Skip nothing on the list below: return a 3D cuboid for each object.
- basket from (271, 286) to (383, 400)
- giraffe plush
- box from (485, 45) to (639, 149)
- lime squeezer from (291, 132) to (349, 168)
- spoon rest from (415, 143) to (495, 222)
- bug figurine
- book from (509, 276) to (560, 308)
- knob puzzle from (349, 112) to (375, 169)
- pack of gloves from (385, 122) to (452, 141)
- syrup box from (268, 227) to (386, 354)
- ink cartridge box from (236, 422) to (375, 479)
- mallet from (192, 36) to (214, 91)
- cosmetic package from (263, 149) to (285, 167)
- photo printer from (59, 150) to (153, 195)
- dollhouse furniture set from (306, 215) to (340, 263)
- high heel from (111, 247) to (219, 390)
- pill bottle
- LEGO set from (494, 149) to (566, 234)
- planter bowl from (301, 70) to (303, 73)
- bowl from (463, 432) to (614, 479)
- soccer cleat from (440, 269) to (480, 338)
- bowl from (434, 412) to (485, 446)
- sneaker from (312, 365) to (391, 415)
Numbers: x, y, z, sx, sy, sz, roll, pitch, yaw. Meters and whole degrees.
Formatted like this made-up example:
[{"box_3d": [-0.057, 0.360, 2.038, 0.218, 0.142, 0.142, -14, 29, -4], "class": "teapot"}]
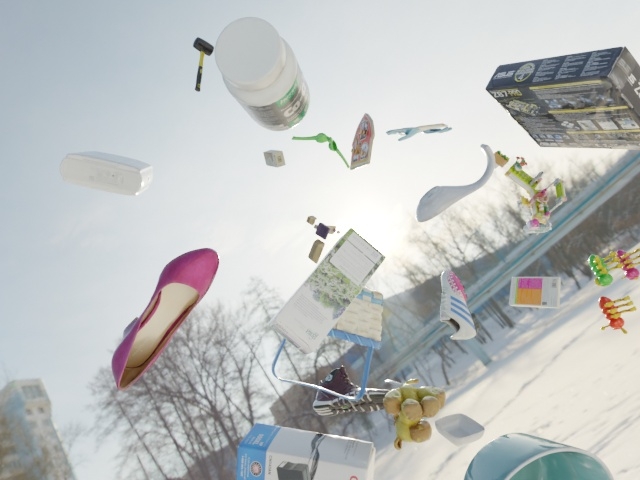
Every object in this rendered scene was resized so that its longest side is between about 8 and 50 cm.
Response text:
[{"box_3d": [0.033, 0.247, 1.266, 0.201, 0.255, 0.288, -19, 51, 67], "class": "basket"}, {"box_3d": [0.265, 0.521, 1.440, 0.182, 0.170, 0.210, -6, 5, -23], "class": "giraffe plush"}, {"box_3d": [0.700, -0.370, 1.347, 0.318, 0.395, 0.097, 30, -93, -27], "class": "box"}, {"box_3d": [0.025, -0.439, 2.300, 0.110, 0.311, 0.058, -56, 17, 33], "class": "lime squeezer"}, {"box_3d": [0.377, -0.144, 1.367, 0.276, 0.084, 0.137, -44, 11, 13], "class": "spoon rest"}, {"box_3d": [0.815, 0.126, 1.305, 0.279, 0.216, 0.072, -9, -19, -25], "class": "bug figurine"}, {"box_3d": [0.674, 0.161, 1.542, 0.144, 0.096, 0.035, -2, -17, 43], "class": "book"}, {"box_3d": [0.141, -0.356, 1.732, 0.030, 0.213, 0.213, 8, -38, -17], "class": "knob puzzle"}, {"box_3d": [0.378, -0.404, 1.873, 0.232, 0.046, 0.195, 0, 5, 29], "class": "pack of gloves"}, {"box_3d": [0.013, 0.097, 0.943, 0.237, 0.093, 0.096, -50, 1, -20], "class": "syrup box"}, {"box_3d": [-0.046, 0.751, 1.493, 0.396, 0.285, 0.166, 4, 5, 12], "class": "ink cartridge box"}, {"box_3d": [-0.369, -0.549, 1.548, 0.062, 0.189, 0.039, 11, -21, -42], "class": "mallet"}, {"box_3d": [-0.182, -0.323, 1.931, 0.041, 0.060, 0.115, -21, 19, -22], "class": "cosmetic package"}, {"box_3d": [-0.732, -0.240, 1.722, 0.256, 0.307, 0.107, 11, -80, -13], "class": "photo printer"}, {"box_3d": [0.000, 0.000, 1.374, 0.081, 0.091, 0.114, 4, -68, -50], "class": "dollhouse furniture set"}, {"box_3d": [-0.236, 0.119, 0.748, 0.244, 0.117, 0.082, -41, -57, 14], "class": "high heel"}, {"box_3d": [-0.153, -0.449, 1.364, 0.204, 0.204, 0.361, -38, -8, 4], "class": "pill bottle"}, {"box_3d": [0.600, -0.161, 1.386, 0.132, 0.286, 0.107, -6, -26, -19], "class": "LEGO set"}, {"box_3d": [-0.117, -0.522, 1.745, 0.162, 0.162, 0.109, -36, -37, 0], "class": "planter bowl"}, {"box_3d": [0.419, 0.528, 1.010, 0.312, 0.311, 0.163, -33, 16, -8], "class": "bowl"}, {"box_3d": [0.582, 0.283, 2.177, 0.143, 0.331, 0.116, -14, -30, -5], "class": "soccer cleat"}, {"box_3d": [0.495, 0.679, 1.747, 0.142, 0.053, 0.142, -7, 11, -26], "class": "bowl"}, {"box_3d": [0.110, 0.499, 1.684, 0.282, 0.162, 0.106, -11, -49, 15], "class": "sneaker"}]
